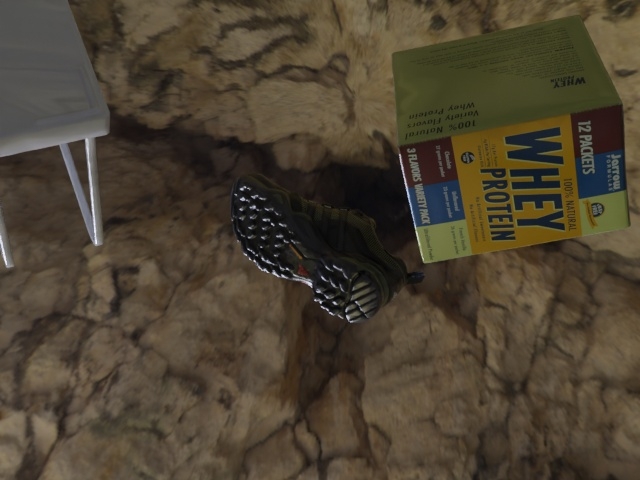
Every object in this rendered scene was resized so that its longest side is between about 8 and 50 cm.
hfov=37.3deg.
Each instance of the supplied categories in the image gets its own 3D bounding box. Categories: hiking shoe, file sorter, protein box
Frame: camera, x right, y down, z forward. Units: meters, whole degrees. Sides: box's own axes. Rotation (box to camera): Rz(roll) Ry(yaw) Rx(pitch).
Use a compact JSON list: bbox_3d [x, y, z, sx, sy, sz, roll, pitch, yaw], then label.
[{"bbox_3d":[0.000,0.000,1.019,0.227,0.114,0.086,40,-54,25],"label":"hiking shoe"},{"bbox_3d":[-0.301,-0.072,0.635,0.277,0.173,0.193,-15,-120,-20],"label":"file sorter"},{"bbox_3d":[0.181,-0.104,0.938,0.199,0.201,0.136,-10,-56,9],"label":"protein box"}]
